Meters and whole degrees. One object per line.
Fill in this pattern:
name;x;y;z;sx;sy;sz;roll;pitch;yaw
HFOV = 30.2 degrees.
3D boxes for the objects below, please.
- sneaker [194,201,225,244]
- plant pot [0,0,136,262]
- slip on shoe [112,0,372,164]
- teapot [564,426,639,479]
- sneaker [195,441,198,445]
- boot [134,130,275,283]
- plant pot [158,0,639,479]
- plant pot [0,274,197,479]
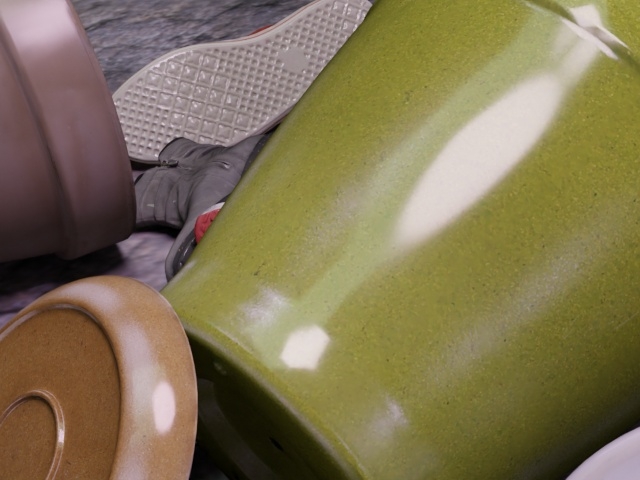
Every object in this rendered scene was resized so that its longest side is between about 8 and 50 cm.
sneaker;0.000;0.000;1.029;0.225;0.088;0.092;5;22;-19
plant pot;-0.356;-0.096;1.039;0.280;0.323;0.323;-25;38;-22
slip on shoe;-0.085;-0.173;1.302;0.331;0.123;0.101;-29;7;-19
teapot;0.223;0.216;0.608;0.253;0.187;0.256;-32;54;10
sneaker;-0.143;0.158;0.828;0.163;0.106;0.281;-9;34;-6
boot;-0.123;-0.021;1.122;0.161;0.083;0.246;-4;33;28
plant pot;0.079;0.026;0.795;0.353;0.366;0.366;-42;46;-23
plant pot;-0.163;0.126;0.684;0.236;0.032;0.236;-22;55;35
